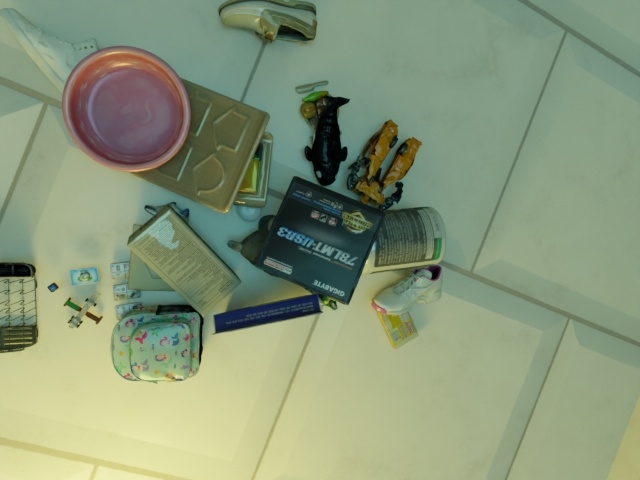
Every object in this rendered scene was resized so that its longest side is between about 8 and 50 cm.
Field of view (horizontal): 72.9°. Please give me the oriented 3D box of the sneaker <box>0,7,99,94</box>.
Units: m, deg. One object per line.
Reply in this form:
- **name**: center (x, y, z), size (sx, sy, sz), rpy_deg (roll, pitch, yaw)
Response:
- **sneaker**: center (-0.714, -0.534, 1.207), size (0.169, 0.108, 0.292), rpy_deg (-40, 113, -9)

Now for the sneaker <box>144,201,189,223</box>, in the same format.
- **sneaker**: center (-0.469, -0.093, 1.335), size (0.135, 0.052, 0.058), rpy_deg (16, 84, -24)

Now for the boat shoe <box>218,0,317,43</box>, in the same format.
- **boat shoe**: center (-0.153, -0.667, 1.323), size (0.303, 0.113, 0.103), rpy_deg (-6, 91, -14)

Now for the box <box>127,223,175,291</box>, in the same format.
- **box**: center (-0.500, 0.056, 1.342), size (0.165, 0.021, 0.201), rpy_deg (5, 93, -22)

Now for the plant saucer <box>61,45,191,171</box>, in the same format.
- **plant saucer**: center (-0.525, -0.357, 1.204), size (0.332, 0.084, 0.331), rpy_deg (-1, 97, -7)

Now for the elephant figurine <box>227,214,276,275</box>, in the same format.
- **elephant figurine**: center (-0.134, -0.018, 1.385), size (0.169, 0.186, 0.239), rpy_deg (24, 75, 28)

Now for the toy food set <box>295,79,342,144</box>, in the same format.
- **toy food set**: center (0.001, -0.425, 1.421), size (0.133, 0.038, 0.191), rpy_deg (-19, 99, -12)

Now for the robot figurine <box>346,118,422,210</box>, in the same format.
- **robot figurine**: center (0.211, -0.245, 1.467), size (0.211, 0.085, 0.291), rpy_deg (32, 86, -14)

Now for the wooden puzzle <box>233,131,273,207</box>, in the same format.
- **wooden puzzle**: center (-0.268, -0.230, 1.351), size (0.221, 0.044, 0.238), rpy_deg (6, 93, -5)

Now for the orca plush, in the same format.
- **orca plush**: center (0.046, -0.317, 1.392), size (0.151, 0.102, 0.287), rpy_deg (17, 95, -25)

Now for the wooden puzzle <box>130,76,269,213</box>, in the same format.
- **wooden puzzle**: center (-0.356, -0.283, 1.295), size (0.348, 0.080, 0.322), rpy_deg (23, 89, 9)

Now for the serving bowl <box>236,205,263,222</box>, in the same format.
- **serving bowl**: center (-0.227, -0.099, 1.398), size (0.084, 0.027, 0.083), rpy_deg (0, 90, -4)

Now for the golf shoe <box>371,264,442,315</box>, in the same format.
- **golf shoe**: center (0.299, 0.158, 1.469), size (0.306, 0.115, 0.140), rpy_deg (-14, 126, -35)

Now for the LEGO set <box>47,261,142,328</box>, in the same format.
- **LEGO set**: center (-0.678, 0.165, 1.314), size (0.244, 0.060, 0.182), rpy_deg (-7, 97, -25)

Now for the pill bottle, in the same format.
- **pill bottle**: center (0.206, 0.002, 1.427), size (0.361, 0.204, 0.204), rpy_deg (-6, 97, -14)

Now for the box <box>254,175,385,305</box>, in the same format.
- **box**: center (0.000, 0.000, 1.270), size (0.296, 0.073, 0.293), rpy_deg (23, 80, 2)

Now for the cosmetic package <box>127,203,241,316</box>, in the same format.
- **cosmetic package**: center (-0.404, 0.060, 1.301), size (0.160, 0.113, 0.309), rpy_deg (-42, 114, -8)

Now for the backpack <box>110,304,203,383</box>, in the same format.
- **backpack**: center (-0.490, 0.311, 1.300), size (0.254, 0.191, 0.225), rpy_deg (2, 95, -9)

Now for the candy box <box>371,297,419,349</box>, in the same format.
- **candy box**: center (0.269, 0.278, 1.558), size (0.105, 0.027, 0.205), rpy_deg (-28, 100, -15)

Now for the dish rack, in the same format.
- **dish rack**: center (-0.920, 0.193, 1.233), size (0.209, 0.074, 0.271), rpy_deg (0, 95, -13)

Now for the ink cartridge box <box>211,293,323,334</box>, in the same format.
- **ink cartridge box**: center (-0.156, 0.218, 1.292), size (0.304, 0.307, 0.072), rpy_deg (-10, 79, -8)

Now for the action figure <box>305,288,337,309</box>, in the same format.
- **action figure**: center (-0.006, 0.142, 1.464), size (0.137, 0.063, 0.232), rpy_deg (-36, 106, -12)
